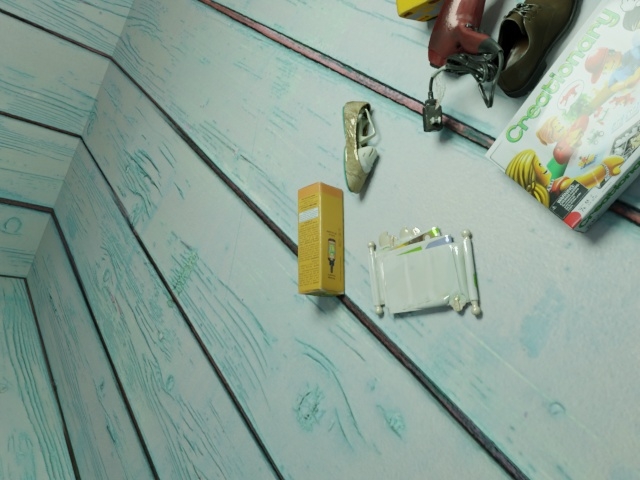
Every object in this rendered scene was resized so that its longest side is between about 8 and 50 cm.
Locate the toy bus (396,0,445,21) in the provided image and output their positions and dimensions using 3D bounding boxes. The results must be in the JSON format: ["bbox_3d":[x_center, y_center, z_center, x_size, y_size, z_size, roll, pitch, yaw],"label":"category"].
[{"bbox_3d":[0.197,-0.599,0.963,0.108,0.130,0.333,-3,96,51],"label":"toy bus"}]

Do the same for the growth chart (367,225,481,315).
[{"bbox_3d":[0.177,0.054,0.933,0.237,0.021,0.172,-11,72,43],"label":"growth chart"}]

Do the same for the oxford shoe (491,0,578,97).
[{"bbox_3d":[0.342,-0.353,0.818,0.082,0.096,0.227,27,98,47],"label":"oxford shoe"}]

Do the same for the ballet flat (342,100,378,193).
[{"bbox_3d":[0.084,-0.200,1.062,0.067,0.073,0.206,-10,76,28],"label":"ballet flat"}]

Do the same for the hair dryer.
[{"bbox_3d":[0.259,-0.339,0.868,0.223,0.080,0.294,165,110,-68],"label":"hair dryer"}]

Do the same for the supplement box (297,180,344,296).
[{"bbox_3d":[0.000,0.000,1.086,0.080,0.078,0.234,-17,68,42],"label":"supplement box"}]

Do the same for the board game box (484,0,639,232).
[{"bbox_3d":[0.401,-0.188,0.727,0.305,0.053,0.193,-57,47,25],"label":"board game box"}]
